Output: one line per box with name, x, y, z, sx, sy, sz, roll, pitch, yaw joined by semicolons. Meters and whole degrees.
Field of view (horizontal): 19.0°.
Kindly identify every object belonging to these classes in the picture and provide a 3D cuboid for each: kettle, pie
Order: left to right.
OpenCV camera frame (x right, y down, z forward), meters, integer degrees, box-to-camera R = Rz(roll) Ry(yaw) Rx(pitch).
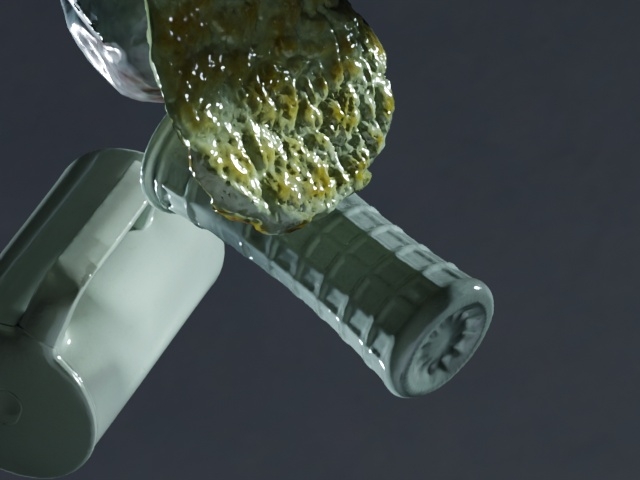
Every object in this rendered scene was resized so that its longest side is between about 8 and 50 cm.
kettle;-0.232;0.061;1.955;0.265;0.205;0.318;-21;22;37
pie;-0.050;-0.139;1.427;0.105;0.274;0.257;-14;21;34

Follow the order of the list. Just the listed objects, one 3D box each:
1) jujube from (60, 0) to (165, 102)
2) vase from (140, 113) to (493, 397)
jujube;-0.088;-0.267;1.695;0.308;0.246;0.215;-32;-27;-10
vase;0.000;0.000;1.560;0.143;0.299;0.143;-34;-32;-25
